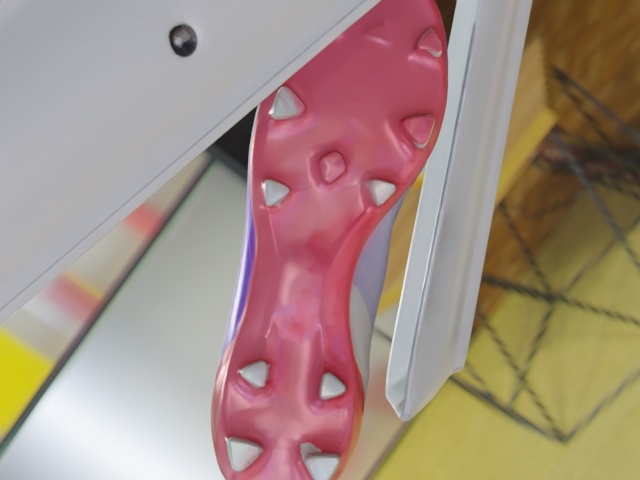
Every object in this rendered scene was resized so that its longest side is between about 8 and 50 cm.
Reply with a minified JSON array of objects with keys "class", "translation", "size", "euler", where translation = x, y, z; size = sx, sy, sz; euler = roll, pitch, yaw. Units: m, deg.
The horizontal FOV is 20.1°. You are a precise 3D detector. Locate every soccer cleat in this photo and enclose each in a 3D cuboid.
[{"class":"soccer cleat","translation":[0.000,0.000,0.821],"size":[0.095,0.083,0.248],"euler":[137,145,-82]}]

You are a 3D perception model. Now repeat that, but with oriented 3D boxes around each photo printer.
[{"class":"photo printer","translation":[-0.132,-0.058,0.705],"size":[0.307,0.107,0.256],"euler":[-43,21,-25]}]

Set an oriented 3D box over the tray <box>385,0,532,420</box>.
[{"class":"tray","translation":[0.072,-0.047,0.894],"size":[0.145,0.030,0.270],"euler":[-177,97,-88]}]
